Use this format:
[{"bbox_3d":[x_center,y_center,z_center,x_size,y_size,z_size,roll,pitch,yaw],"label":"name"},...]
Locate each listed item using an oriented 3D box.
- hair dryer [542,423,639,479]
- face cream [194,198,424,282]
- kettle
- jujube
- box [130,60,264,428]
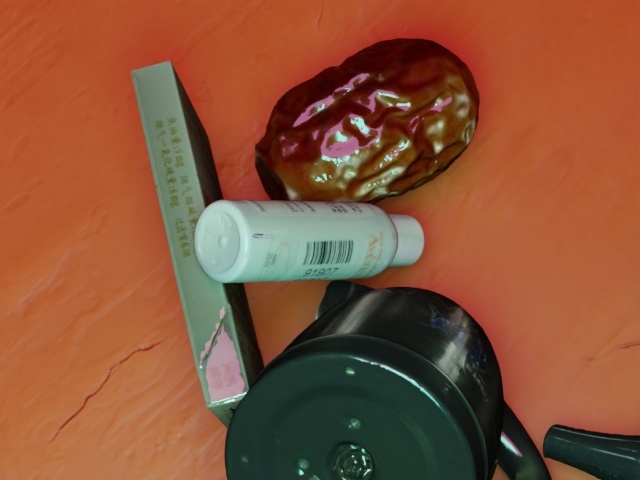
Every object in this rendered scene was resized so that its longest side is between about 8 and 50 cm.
[{"bbox_3d":[0.336,0.148,1.329,0.196,0.075,0.219,15,81,30],"label":"hair dryer"},{"bbox_3d":[0.000,0.000,1.363,0.082,0.269,0.081,1,91,46],"label":"face cream"},{"bbox_3d":[0.101,0.180,1.311,0.321,0.324,0.228,39,114,2],"label":"kettle"},{"bbox_3d":[0.052,-0.117,1.474,0.250,0.174,0.174,-33,71,-12],"label":"jujube"},{"bbox_3d":[-0.119,0.017,1.425,0.051,0.204,0.365,-15,70,1],"label":"box"}]
